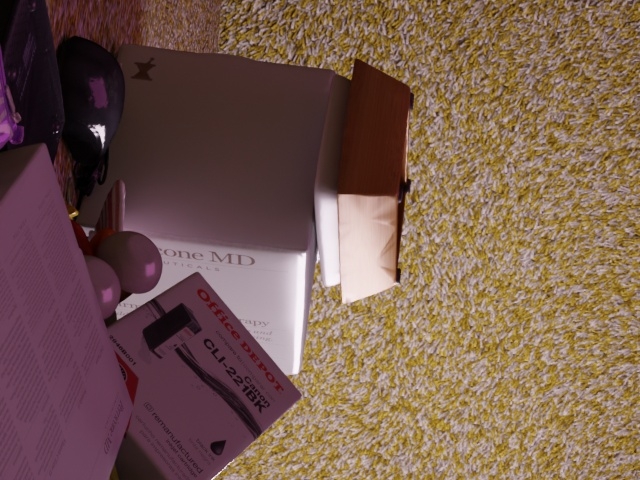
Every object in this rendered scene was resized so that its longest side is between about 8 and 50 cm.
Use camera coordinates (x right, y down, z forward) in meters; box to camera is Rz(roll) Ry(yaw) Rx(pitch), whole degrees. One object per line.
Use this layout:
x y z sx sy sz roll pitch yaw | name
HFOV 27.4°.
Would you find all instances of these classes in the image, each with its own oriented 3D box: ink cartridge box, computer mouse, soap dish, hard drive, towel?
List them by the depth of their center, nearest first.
-0.294 -0.134 1.253 0.254 0.054 0.172 96 1 -59 | hard drive
-0.170 0.176 1.439 0.114 0.197 0.273 -42 176 30 | ink cartridge box
-0.279 -0.173 1.666 0.272 0.072 0.188 95 2 -77 | computer mouse
-0.282 0.035 1.704 0.144 0.029 0.197 -103 -148 -48 | towel
0.065 -0.076 1.862 0.291 0.118 0.229 87 10 -58 | soap dish

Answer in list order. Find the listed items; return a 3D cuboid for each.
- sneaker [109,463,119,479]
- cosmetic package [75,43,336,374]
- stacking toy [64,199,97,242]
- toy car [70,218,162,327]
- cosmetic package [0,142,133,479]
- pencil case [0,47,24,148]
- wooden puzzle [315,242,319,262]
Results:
-0.269 0.337 1.242 0.127 0.208 0.319 104 -7 -79 | sneaker
-0.164 -0.039 1.997 0.393 0.329 0.327 95 3 -59 | cosmetic package
-0.320 0.068 1.581 0.167 0.052 0.221 86 12 -79 | stacking toy
-0.274 0.042 1.423 0.159 0.136 0.182 -43 175 36 | toy car
-0.263 0.121 1.059 0.377 0.097 0.284 -82 158 -66 | cosmetic package
-0.277 -0.149 0.994 0.206 0.088 0.086 95 -1 -48 | pencil case
0.000 0.000 1.926 0.083 0.006 0.049 95 3 -62 | wooden puzzle
